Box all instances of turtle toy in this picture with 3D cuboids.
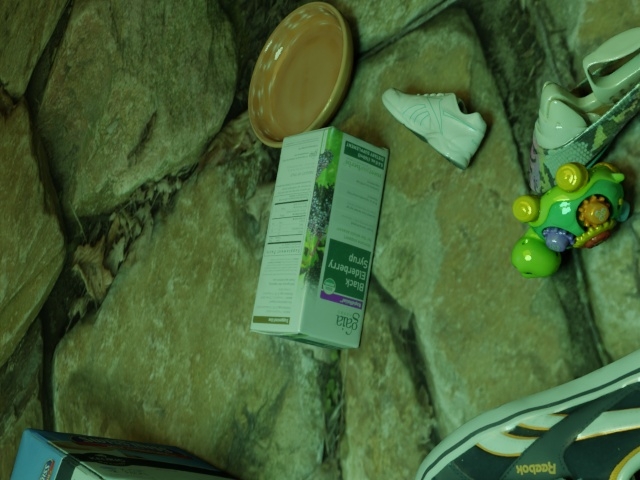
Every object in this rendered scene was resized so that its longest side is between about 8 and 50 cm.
[{"bbox_3d":[0.217,-0.017,0.824,0.130,0.095,0.066,-41,68,35],"label":"turtle toy"}]

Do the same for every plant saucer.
[{"bbox_3d":[-0.022,-0.214,1.227,0.200,0.037,0.200,-21,61,45],"label":"plant saucer"}]

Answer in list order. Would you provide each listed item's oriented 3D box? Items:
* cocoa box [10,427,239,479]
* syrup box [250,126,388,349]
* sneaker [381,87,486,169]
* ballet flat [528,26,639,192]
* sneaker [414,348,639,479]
[{"bbox_3d":[-0.253,0.424,1.098,0.228,0.231,0.347,9,83,52],"label":"cocoa box"},{"bbox_3d":[0.000,0.000,1.069,0.096,0.093,0.236,-5,72,49],"label":"syrup box"},{"bbox_3d":[0.125,-0.134,1.011,0.061,0.054,0.152,-54,47,8],"label":"sneaker"},{"bbox_3d":[0.249,-0.131,0.828,0.221,0.079,0.077,-43,37,32],"label":"ballet flat"},{"bbox_3d":[0.198,0.188,0.715,0.321,0.126,0.127,-38,33,34],"label":"sneaker"}]
